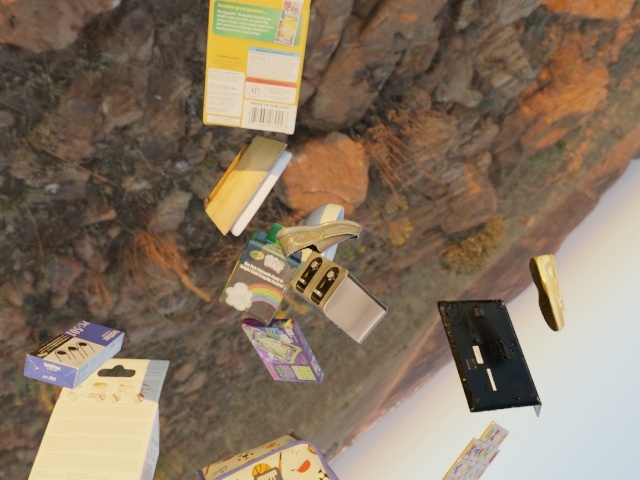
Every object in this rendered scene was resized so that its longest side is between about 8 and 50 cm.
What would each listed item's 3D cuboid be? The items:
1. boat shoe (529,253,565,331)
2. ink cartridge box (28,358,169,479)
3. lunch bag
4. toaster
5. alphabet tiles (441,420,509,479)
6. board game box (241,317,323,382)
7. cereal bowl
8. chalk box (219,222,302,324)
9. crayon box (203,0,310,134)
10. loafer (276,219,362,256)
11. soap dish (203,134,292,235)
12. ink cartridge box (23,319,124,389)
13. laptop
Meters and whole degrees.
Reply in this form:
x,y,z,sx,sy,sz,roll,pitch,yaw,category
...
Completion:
x,y,z,sx,sy,sz,roll,pitch,yaw,category
0.459,0.103,1.153,0.048,0.152,0.056,-10,163,-6,boat shoe
-0.594,0.522,1.616,0.091,0.308,0.384,78,15,-51,ink cartridge box
-0.141,0.688,1.567,0.328,0.238,0.385,-18,-179,-18,lunch bag
0.044,0.127,1.296,0.110,0.168,0.186,-51,122,-6,toaster
0.383,0.594,1.502,0.285,0.011,0.342,-52,146,-2,alphabet tiles
-0.136,0.413,2.165,0.056,0.208,0.346,-75,152,-43,board game box
-0.022,0.012,2.237,0.339,0.141,0.338,17,90,-81,cereal bowl
-0.170,0.084,1.850,0.288,0.180,0.179,-62,-175,9,chalk box
-0.137,-0.404,1.247,0.083,0.203,0.322,-98,-164,-59,crayon box
0.000,0.000,1.678,0.251,0.087,0.094,-8,167,-11,loafer
-0.209,-0.161,1.604,0.290,0.118,0.229,-55,-165,1,soap dish
-0.475,0.218,1.140,0.207,0.097,0.046,-68,174,-80,ink cartridge box
0.363,0.258,1.244,0.265,0.234,0.136,1,148,-22,laptop
